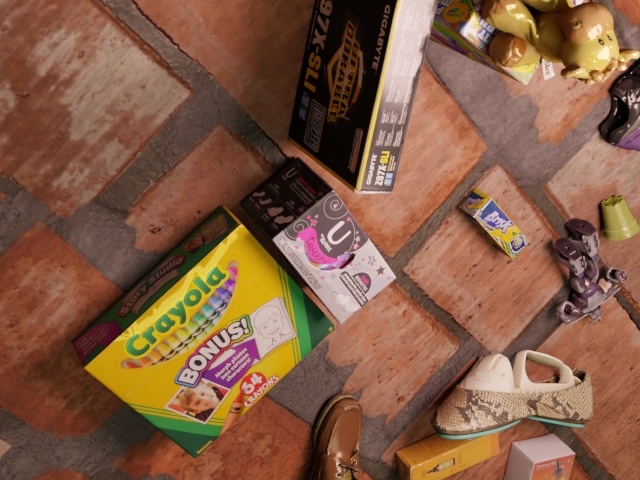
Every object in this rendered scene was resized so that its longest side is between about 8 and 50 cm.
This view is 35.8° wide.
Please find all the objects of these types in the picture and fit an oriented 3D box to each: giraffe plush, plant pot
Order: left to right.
[{"bbox_3d":[0.364,-0.299,1.457,0.181,0.170,0.210,-43,128,-4],"label":"giraffe plush"},{"bbox_3d":[0.649,-0.054,2.168,0.083,0.083,0.079,-31,112,-12],"label":"plant pot"}]

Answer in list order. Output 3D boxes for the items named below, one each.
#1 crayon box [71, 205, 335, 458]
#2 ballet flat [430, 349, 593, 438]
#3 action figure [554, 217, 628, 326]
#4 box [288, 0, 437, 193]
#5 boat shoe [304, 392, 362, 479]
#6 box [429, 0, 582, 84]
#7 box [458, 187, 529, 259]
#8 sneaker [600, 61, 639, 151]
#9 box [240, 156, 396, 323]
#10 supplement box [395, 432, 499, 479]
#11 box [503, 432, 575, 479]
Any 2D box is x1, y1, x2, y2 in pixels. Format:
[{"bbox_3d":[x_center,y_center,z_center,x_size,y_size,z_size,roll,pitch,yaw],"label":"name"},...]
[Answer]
[{"bbox_3d":[-0.202,0.170,1.788,0.363,0.106,0.313,-43,127,-3],"label":"crayon box"},{"bbox_3d":[0.434,0.335,2.216,0.482,0.164,0.182,4,91,-36],"label":"ballet flat"},{"bbox_3d":[0.587,0.092,2.191,0.185,0.099,0.285,-41,131,-16],"label":"action figure"},{"bbox_3d":[0.059,-0.271,1.613,0.079,0.257,0.322,0,115,-28],"label":"box"},{"bbox_3d":[0.041,0.472,2.077,0.110,0.104,0.307,-1,115,-28],"label":"boat shoe"},{"bbox_3d":[0.277,-0.450,1.620,0.177,0.290,0.279,28,100,-37],"label":"box"},{"bbox_3d":[0.354,-0.033,2.020,0.054,0.059,0.169,-50,127,-1],"label":"box"},{"bbox_3d":[0.668,-0.318,2.023,0.124,0.107,0.283,6,111,-25],"label":"sneaker"},{"bbox_3d":[0.000,0.000,1.776,0.142,0.163,0.247,-41,127,-3],"label":"box"},{"bbox_3d":[0.287,0.478,2.235,0.233,0.080,0.078,-20,122,-21],"label":"supplement box"},{"bbox_3d":[0.526,0.572,2.405,0.130,0.091,0.171,-6,117,-26],"label":"box"}]
